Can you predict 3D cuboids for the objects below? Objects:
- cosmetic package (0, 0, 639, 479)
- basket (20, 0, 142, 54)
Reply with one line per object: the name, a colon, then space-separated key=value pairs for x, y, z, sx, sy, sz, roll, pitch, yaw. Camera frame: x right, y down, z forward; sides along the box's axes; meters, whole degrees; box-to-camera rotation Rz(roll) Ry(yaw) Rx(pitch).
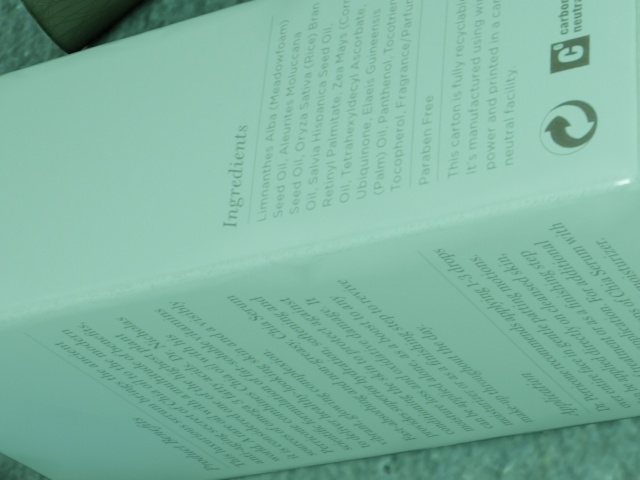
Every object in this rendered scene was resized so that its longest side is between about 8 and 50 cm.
cosmetic package: x=0.000 y=0.000 z=1.010 sx=0.453 sy=0.230 sz=0.161 roll=-12 pitch=57 yaw=28
basket: x=-0.114 y=-0.262 z=1.296 sx=0.227 sy=0.154 sz=0.204 roll=-31 pitch=54 yaw=7
